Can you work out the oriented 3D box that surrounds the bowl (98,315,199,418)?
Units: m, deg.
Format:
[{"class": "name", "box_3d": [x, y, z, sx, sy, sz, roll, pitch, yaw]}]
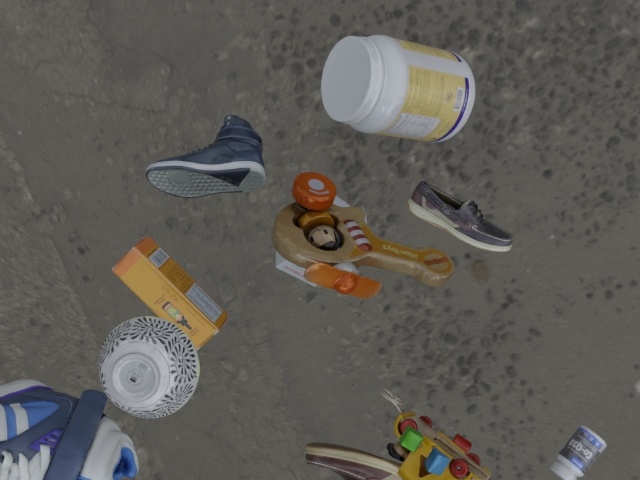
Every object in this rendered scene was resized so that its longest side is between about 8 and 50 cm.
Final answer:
[{"class": "bowl", "box_3d": [-0.283, 0.210, 1.189, 0.170, 0.080, 0.170, 0, 93, 3]}]

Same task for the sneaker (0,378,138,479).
[{"class": "sneaker", "box_3d": [-0.369, 0.287, 0.921, 0.236, 0.322, 0.130, 25, 105, 18]}]

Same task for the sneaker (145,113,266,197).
[{"class": "sneaker", "box_3d": [-0.220, -0.168, 1.458, 0.226, 0.086, 0.164, -1, 50, -5]}]

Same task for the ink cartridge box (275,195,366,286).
[{"class": "ink cartridge box", "box_3d": [0.000, 0.000, 1.707, 0.128, 0.176, 0.127, 29, 45, -32]}]

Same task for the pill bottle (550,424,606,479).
[{"class": "pill bottle", "box_3d": [0.643, 0.538, 1.871, 0.078, 0.078, 0.137, 41, 84, -3]}]

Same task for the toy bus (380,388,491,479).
[{"class": "toy bus", "box_3d": [0.171, 0.360, 1.213, 0.190, 0.202, 0.104, 31, 96, -19]}]

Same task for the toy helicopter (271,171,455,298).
[{"class": "toy helicopter", "box_3d": [0.082, 0.025, 1.387, 0.354, 0.140, 0.235, 15, 39, -8]}]

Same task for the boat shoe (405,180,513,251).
[{"class": "boat shoe", "box_3d": [0.357, -0.062, 1.885, 0.285, 0.103, 0.092, 27, 116, 14]}]

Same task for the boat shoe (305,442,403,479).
[{"class": "boat shoe", "box_3d": [0.120, 0.521, 1.577, 0.341, 0.123, 0.123, 21, 76, -11]}]

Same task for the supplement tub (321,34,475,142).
[{"class": "supplement tub", "box_3d": [0.193, -0.378, 1.869, 0.331, 0.241, 0.241, 2, 79, -35]}]

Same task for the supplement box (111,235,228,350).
[{"class": "supplement box", "box_3d": [-0.294, 0.104, 1.480, 0.078, 0.080, 0.233, -41, 96, 22]}]
